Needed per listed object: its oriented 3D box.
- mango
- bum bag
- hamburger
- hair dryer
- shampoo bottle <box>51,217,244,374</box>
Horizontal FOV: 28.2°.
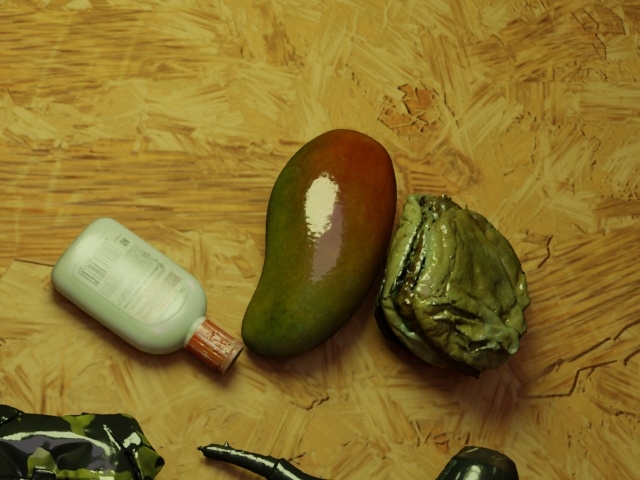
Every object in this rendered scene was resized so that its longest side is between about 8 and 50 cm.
[{"bbox_3d":[0.006,0.000,1.457,0.146,0.129,0.289,15,70,-9],"label":"mango"},{"bbox_3d":[-0.275,0.217,1.304,0.232,0.060,0.107,6,46,-12],"label":"bum bag"},{"bbox_3d":[0.144,0.054,1.463,0.183,0.130,0.206,38,45,-24],"label":"hamburger"},{"bbox_3d":[0.020,0.318,1.336,0.359,0.120,0.304,22,74,9],"label":"hair dryer"},{"bbox_3d":[-0.184,0.070,1.410,0.221,0.051,0.108,35,60,4],"label":"shampoo bottle"}]
